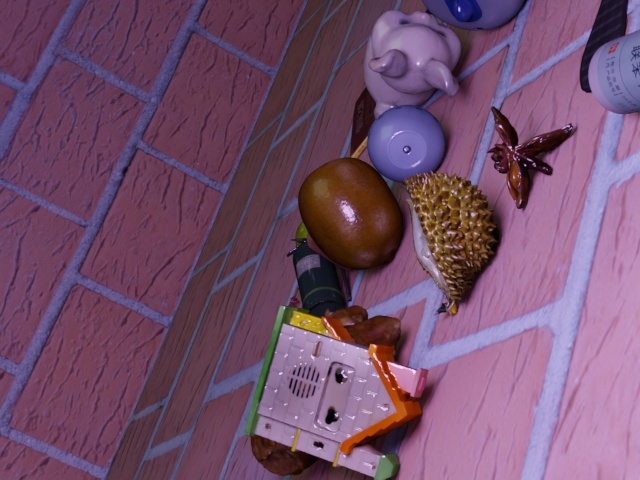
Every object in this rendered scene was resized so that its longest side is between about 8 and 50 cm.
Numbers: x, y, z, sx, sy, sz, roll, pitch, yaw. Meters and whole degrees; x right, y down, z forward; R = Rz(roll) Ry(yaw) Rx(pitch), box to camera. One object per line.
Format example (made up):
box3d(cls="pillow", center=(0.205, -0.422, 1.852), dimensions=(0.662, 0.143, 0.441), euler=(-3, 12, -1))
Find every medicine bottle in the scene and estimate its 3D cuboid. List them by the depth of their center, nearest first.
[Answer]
box3d(cls="medicine bottle", center=(0.485, -0.240, 1.375), dimensions=(0.110, 0.110, 0.352), euler=(-65, 17, -10))

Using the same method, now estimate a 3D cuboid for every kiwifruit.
box3d(cls="kiwifruit", center=(0.064, -0.049, 2.147), dimensions=(0.196, 0.234, 0.196), euler=(-35, -8, -6))

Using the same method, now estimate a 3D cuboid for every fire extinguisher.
box3d(cls="fire extinguisher", center=(-0.007, 0.072, 2.317), dimensions=(0.118, 0.093, 0.294), euler=(-23, 37, 7))

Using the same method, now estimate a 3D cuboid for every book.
box3d(cls="book", center=(0.189, -0.403, 2.702), dimensions=(0.374, 0.028, 0.262), euler=(-50, 22, 34))

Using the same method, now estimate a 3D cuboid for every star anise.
box3d(cls="star anise", center=(0.338, -0.135, 1.774), dimensions=(0.141, 0.144, 0.158), euler=(28, 98, 29))

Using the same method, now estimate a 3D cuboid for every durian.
box3d(cls="durian", center=(0.225, -0.003, 1.758), dimensions=(0.193, 0.138, 0.237), euler=(-122, 19, -80))

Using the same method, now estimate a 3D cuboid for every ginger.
box3d(cls="ginger", center=(0.015, 0.258, 1.930), dimensions=(0.357, 0.152, 0.274), euler=(-48, 9, 40))

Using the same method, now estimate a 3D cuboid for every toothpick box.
box3d(cls="toothpick box", center=(0.323, -0.597, 2.200), dimensions=(0.263, 0.263, 0.354), euler=(-32, 35, 60))

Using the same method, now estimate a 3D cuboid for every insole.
box3d(cls="insole", center=(0.480, -0.368, 1.782), dimensions=(0.110, 0.012, 0.309), euler=(-33, 33, 61))

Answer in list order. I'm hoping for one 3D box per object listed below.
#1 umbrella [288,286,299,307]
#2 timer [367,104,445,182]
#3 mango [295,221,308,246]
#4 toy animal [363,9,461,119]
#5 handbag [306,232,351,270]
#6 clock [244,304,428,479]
box3d(cls="umbrella", center=(-0.080, 0.188, 2.541), dimensions=(0.027, 0.025, 0.165), euler=(4, 68, 52))
box3d(cls="timer", center=(0.179, -0.187, 2.210), dimensions=(0.175, 0.175, 0.255), euler=(-63, -11, -4))
box3d(cls="mango", center=(-0.001, 0.000, 2.483), dimensions=(0.119, 0.100, 0.178), euler=(-51, 29, 18))
box3d(cls="toy animal", center=(0.188, -0.363, 2.286), dimensions=(0.367, 0.196, 0.241), euler=(-141, 64, -85))
box3d(cls="handbag", center=(0.054, -0.047, 2.297), dimensions=(0.072, 0.151, 0.193), euler=(-36, 29, 60))
box3d(cls="clock", center=(0.035, 0.245, 1.720), dimensions=(0.106, 0.255, 0.219), euler=(18, -92, -68))
